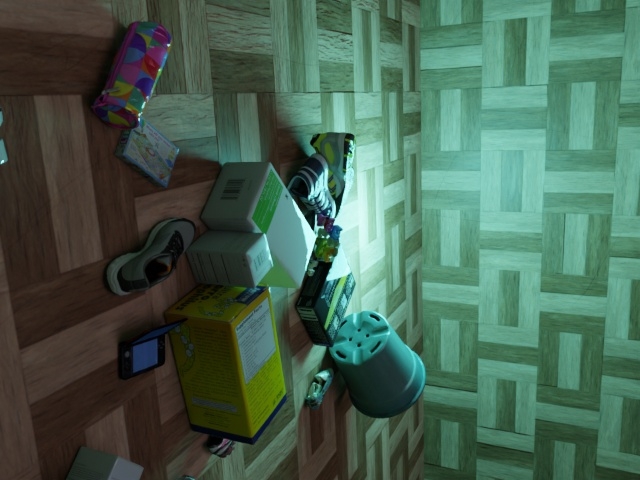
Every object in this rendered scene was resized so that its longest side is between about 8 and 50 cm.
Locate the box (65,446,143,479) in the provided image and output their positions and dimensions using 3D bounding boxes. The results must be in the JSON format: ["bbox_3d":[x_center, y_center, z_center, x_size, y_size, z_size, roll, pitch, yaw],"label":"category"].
[{"bbox_3d":[-0.439,0.481,1.204,0.102,0.101,0.087,60,40,-52],"label":"box"}]

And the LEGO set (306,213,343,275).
[{"bbox_3d":[0.000,0.000,2.057,0.087,0.093,0.227,-4,125,-45],"label":"LEGO set"}]

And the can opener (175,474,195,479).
[{"bbox_3d":[-0.357,0.718,1.442,0.093,0.074,0.280,59,42,-52],"label":"can opener"}]

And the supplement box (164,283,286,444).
[{"bbox_3d":[-0.232,0.303,1.518,0.194,0.195,0.357,-43,132,-56],"label":"supplement box"}]

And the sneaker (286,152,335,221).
[{"bbox_3d":[-0.032,-0.139,2.012,0.153,0.099,0.282,-50,143,-41],"label":"sneaker"}]

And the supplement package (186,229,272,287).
[{"bbox_3d":[-0.230,0.045,1.505,0.105,0.179,0.105,-53,139,-50],"label":"supplement package"}]

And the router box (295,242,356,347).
[{"bbox_3d":[0.026,0.198,2.195,0.243,0.081,0.309,68,35,-42],"label":"router box"}]

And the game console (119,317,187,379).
[{"bbox_3d":[-0.372,0.243,1.337,0.144,0.085,0.124,-9,101,-64],"label":"game console"}]

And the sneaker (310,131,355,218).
[{"bbox_3d":[0.036,-0.238,2.113,0.385,0.147,0.145,94,14,-47],"label":"sneaker"}]

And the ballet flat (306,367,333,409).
[{"bbox_3d":[-0.003,0.536,2.204,0.188,0.070,0.070,-65,148,-45],"label":"ballet flat"}]

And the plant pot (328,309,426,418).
[{"bbox_3d":[0.208,0.476,2.375,0.334,0.341,0.341,58,41,-38],"label":"plant pot"}]

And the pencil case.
[{"bbox_3d":[-0.385,-0.342,1.223,0.104,0.104,0.236,51,46,-55],"label":"pencil case"}]

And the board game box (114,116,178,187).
[{"bbox_3d":[-0.384,-0.198,1.324,0.154,0.026,0.104,46,52,-58],"label":"board game box"}]

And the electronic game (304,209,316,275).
[{"bbox_3d":[-0.046,0.012,1.949,0.229,0.048,0.229,-169,-90,-84],"label":"electronic game"}]

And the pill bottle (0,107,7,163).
[{"bbox_3d":[-0.542,-0.216,0.868,0.121,0.121,0.221,-40,129,-57],"label":"pill bottle"}]

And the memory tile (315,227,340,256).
[{"bbox_3d":[0.026,0.005,2.116,0.012,0.148,0.113,7,84,-30],"label":"memory tile"}]

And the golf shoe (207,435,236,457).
[{"bbox_3d":[-0.255,0.501,1.644,0.086,0.067,0.186,57,43,-50],"label":"golf shoe"}]

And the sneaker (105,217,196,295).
[{"bbox_3d":[-0.352,0.037,1.330,0.271,0.108,0.100,-54,138,-52],"label":"sneaker"}]

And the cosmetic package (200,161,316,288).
[{"bbox_3d":[-0.162,-0.035,1.675,0.365,0.155,0.197,56,43,-51],"label":"cosmetic package"}]
